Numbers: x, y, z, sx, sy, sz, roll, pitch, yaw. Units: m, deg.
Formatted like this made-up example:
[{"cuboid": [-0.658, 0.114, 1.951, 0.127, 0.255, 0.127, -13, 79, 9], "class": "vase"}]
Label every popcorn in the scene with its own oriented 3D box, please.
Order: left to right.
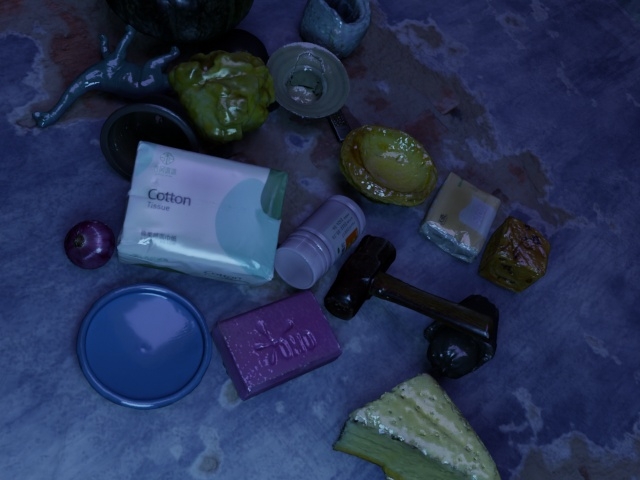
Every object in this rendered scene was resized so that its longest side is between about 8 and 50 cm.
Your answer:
[{"cuboid": [-0.245, -0.383, 1.722, 0.250, 0.235, 0.241, -33, 109, -48], "class": "popcorn"}]

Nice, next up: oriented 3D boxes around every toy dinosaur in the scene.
[{"cuboid": [-0.502, -0.375, 1.714, 0.384, 0.129, 0.330, 19, 68, -12], "class": "toy dinosaur"}]

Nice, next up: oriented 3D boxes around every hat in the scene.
[{"cuboid": [-0.047, -0.434, 1.897, 0.252, 0.110, 0.251, 4, 70, -12], "class": "hat"}]

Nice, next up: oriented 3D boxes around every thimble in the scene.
[{"cuboid": [0.050, -0.687, 2.037, 0.205, 0.172, 0.250, 15, 57, -15], "class": "thimble"}]

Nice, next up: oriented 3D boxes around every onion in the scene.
[{"cuboid": [-0.518, 0.009, 1.487, 0.115, 0.115, 0.104, 56, 14, 14], "class": "onion"}]

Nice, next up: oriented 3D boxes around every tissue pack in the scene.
[{"cuboid": [-0.270, -0.052, 1.529, 0.357, 0.194, 0.266, 11, 76, -14], "class": "tissue pack"}, {"cuboid": [0.399, -0.065, 1.874, 0.186, 0.090, 0.222, 32, 56, 1], "class": "tissue pack"}]

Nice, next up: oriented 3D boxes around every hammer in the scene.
[{"cuboid": [0.230, 0.136, 1.596, 0.409, 0.095, 0.242, 20, 49, 26], "class": "hammer"}]

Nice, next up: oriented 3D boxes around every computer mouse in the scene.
[{"cuboid": [-0.217, -0.491, 1.877, 0.168, 0.087, 0.295, -14, 72, -27], "class": "computer mouse"}]

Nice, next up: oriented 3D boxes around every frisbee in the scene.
[{"cuboid": [-0.382, 0.230, 1.437, 0.290, 0.049, 0.289, 11, 56, -18], "class": "frisbee"}]

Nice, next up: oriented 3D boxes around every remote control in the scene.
[{"cuboid": [0.033, -0.380, 1.948, 0.059, 0.028, 0.212, -17, 69, -24], "class": "remote control"}]

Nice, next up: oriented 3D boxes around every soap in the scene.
[{"cuboid": [-0.098, 0.237, 1.523, 0.260, 0.081, 0.181, -17, 70, -28], "class": "soap"}]

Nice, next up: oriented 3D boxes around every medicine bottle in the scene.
[{"cuboid": [0.000, 0.000, 1.645, 0.133, 0.133, 0.250, 41, 48, 5], "class": "medicine bottle"}]

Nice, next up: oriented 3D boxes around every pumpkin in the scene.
[{"cuboid": [-0.387, -0.740, 1.797, 0.455, 0.344, 0.454, 7, 58, -11], "class": "pumpkin"}]

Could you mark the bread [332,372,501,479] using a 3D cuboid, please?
[{"cuboid": [0.205, 0.479, 1.407, 0.279, 0.248, 0.315, -14, 55, -21], "class": "bread"}]

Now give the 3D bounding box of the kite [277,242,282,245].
[{"cuboid": [-0.141, 0.019, 1.667, 0.230, 0.016, 0.127, 20, 61, -9], "class": "kite"}]

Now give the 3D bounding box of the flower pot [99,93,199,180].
[{"cuboid": [-0.409, -0.266, 1.624, 0.235, 0.235, 0.148, 14, 39, -13], "class": "flower pot"}]

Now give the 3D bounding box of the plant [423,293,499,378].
[{"cuboid": [0.357, 0.244, 1.660, 0.164, 0.142, 0.256, 44, 45, 6], "class": "plant"}]

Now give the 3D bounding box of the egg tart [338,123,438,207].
[{"cuboid": [0.181, -0.195, 1.847, 0.294, 0.123, 0.294, 11, 55, -16], "class": "egg tart"}]

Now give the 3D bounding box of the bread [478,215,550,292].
[{"cuboid": [0.536, 0.043, 1.830, 0.149, 0.158, 0.143, 30, 61, -5], "class": "bread"}]
